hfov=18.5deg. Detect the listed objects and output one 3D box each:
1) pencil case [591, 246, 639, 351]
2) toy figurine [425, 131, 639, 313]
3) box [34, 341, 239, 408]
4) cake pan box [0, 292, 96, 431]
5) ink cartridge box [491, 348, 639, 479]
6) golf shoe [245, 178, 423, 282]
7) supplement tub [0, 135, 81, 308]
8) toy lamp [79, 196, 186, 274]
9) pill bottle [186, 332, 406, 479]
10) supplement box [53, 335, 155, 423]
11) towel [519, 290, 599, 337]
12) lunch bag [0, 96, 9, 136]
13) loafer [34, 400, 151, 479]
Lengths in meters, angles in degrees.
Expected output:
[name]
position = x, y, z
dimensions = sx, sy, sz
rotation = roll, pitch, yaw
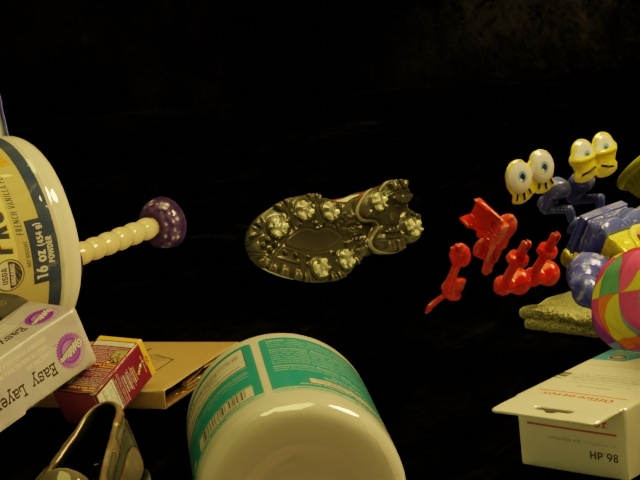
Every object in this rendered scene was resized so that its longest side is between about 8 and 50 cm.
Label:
[pencil case]
position = 0.307, 0.048, 1.631
dimensions = 0.104, 0.104, 0.236
rotation = -11, -6, -15
[toy figurine]
position = 0.304, 0.034, 1.862
dimensions = 0.363, 0.191, 0.217
rotation = -16, 52, -44
[box]
position = -0.204, 0.133, 1.963
dimensions = 0.201, 0.021, 0.164
rotation = -1, 14, 25
[cake pan box]
position = -0.377, 0.136, 1.826
dimensions = 0.246, 0.070, 0.267
rotation = 7, 32, 43
[ink cartridge box]
position = 0.229, 0.141, 1.567
dimensions = 0.104, 0.060, 0.180
rotation = 4, 16, 42
[golf shoe]
position = 0.000, 0.000, 2.330
dimensions = 0.273, 0.105, 0.120
rotation = -11, -4, -45
[supplement tub]
position = -0.443, 0.023, 2.122
dimensions = 0.316, 0.228, 0.228
rotation = -15, 14, -31
[toy lamp]
position = -0.279, 0.007, 2.461
dimensions = 0.080, 0.080, 0.275
rotation = 0, 14, 33
[pill bottle]
position = -0.024, 0.154, 1.460
dimensions = 0.146, 0.146, 0.264
rotation = -8, 12, -4
[supplement box]
position = -0.203, 0.132, 1.849
dimensions = 0.055, 0.043, 0.083
rotation = 4, 38, 35
[towel]
position = 0.280, 0.069, 1.952
dimensions = 0.110, 0.027, 0.148
rotation = -18, 16, -38
[lunch bag]
position = -0.585, -0.090, 2.512
dimensions = 0.386, 0.327, 0.239
rotation = -14, 12, -20
[loafer]
position = -0.199, 0.199, 1.499
dimensions = 0.096, 0.084, 0.267
rotation = -5, 12, 11
